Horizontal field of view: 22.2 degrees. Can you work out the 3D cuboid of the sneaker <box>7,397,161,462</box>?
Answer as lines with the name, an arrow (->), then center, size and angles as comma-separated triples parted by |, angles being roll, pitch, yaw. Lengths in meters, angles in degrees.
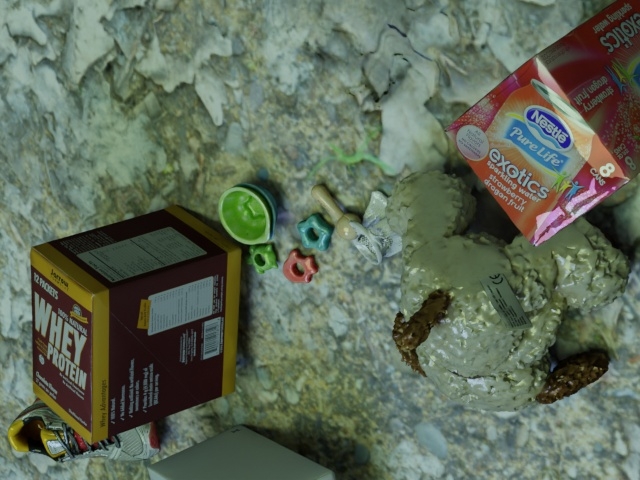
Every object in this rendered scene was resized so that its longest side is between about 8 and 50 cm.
sneaker -> -0.293, 0.246, 2.031 | 0.225, 0.092, 0.088 | -2, 110, 34

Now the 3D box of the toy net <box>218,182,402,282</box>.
toy net -> 0.000, 0.000, 1.745 | 0.232, 0.045, 0.122 | 7, 115, 32

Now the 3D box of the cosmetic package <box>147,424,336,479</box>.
cosmetic package -> -0.070, 0.356, 1.850 | 0.224, 0.138, 0.225 | 14, 120, 59

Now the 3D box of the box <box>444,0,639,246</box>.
box -> 0.239, -0.116, 1.390 | 0.128, 0.257, 0.122 | 53, 132, 2

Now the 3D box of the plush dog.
plush dog -> 0.160, 0.086, 1.605 | 0.262, 0.211, 0.225 | 18, 147, 29

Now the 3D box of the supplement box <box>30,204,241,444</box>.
supplement box -> -0.206, 0.091, 1.813 | 0.129, 0.194, 0.191 | 32, 128, 43
